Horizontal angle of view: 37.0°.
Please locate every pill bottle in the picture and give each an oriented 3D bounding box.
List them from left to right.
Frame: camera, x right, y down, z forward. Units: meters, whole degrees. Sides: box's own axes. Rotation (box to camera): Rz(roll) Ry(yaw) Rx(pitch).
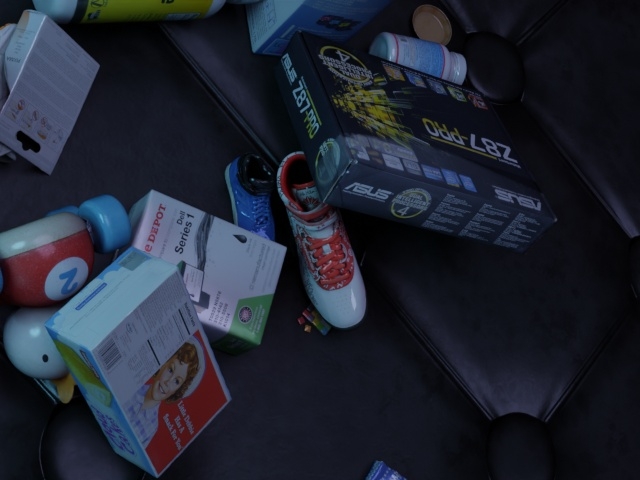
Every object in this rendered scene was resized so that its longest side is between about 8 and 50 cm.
[{"bbox_3d":[-0.246,-0.416,1.401,0.333,0.188,0.188,-10,80,-29],"label":"pill bottle"},{"bbox_3d":[0.166,-0.301,1.642,0.160,0.087,0.087,6,73,-26],"label":"pill bottle"}]

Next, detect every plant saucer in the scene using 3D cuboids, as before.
[{"bbox_3d":[0.198,-0.383,1.724,0.083,0.015,0.084,8,72,-26],"label":"plant saucer"}]

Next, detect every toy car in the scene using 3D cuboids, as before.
[{"bbox_3d":[-0.343,0.092,1.206,0.219,0.210,0.238,-25,100,-39],"label":"toy car"}]

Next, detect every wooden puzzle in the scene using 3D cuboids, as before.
[{"bbox_3d":[0.003,0.113,1.479,0.049,0.006,0.083,45,60,-9],"label":"wooden puzzle"}]

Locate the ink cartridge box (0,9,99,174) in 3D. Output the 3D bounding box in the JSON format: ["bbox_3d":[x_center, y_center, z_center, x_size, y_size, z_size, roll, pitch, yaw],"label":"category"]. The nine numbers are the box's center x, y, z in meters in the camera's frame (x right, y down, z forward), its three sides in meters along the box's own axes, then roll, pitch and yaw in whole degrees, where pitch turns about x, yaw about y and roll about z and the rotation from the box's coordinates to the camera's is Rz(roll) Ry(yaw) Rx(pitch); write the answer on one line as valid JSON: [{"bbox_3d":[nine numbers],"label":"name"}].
[{"bbox_3d":[-0.385,-0.199,1.308,0.045,0.145,0.179,18,78,23],"label":"ink cartridge box"}]

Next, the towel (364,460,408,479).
[{"bbox_3d":[0.152,0.520,1.426,0.336,0.040,0.243,40,63,-10],"label":"towel"}]

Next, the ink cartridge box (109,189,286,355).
[{"bbox_3d":[-0.179,0.048,1.354,0.219,0.092,0.160,23,65,-20],"label":"ink cartridge box"}]

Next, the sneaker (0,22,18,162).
[{"bbox_3d":[-0.449,-0.169,1.289,0.121,0.099,0.263,36,65,-28],"label":"sneaker"}]

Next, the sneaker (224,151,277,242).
[{"bbox_3d":[-0.094,-0.058,1.434,0.058,0.084,0.152,-11,81,-30],"label":"sneaker"}]

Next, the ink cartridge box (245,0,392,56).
[{"bbox_3d":[0.022,-0.474,1.438,0.151,0.395,0.270,-3,77,-28],"label":"ink cartridge box"}]

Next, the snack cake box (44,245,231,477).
[{"bbox_3d":[-0.222,0.158,1.215,0.152,0.089,0.264,-47,141,-31],"label":"snack cake box"}]

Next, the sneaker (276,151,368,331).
[{"bbox_3d":[-0.001,0.000,1.419,0.090,0.145,0.270,-16,77,3],"label":"sneaker"}]

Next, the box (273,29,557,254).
[{"bbox_3d":[0.143,-0.151,1.484,0.394,0.097,0.318,13,41,-31],"label":"box"}]
